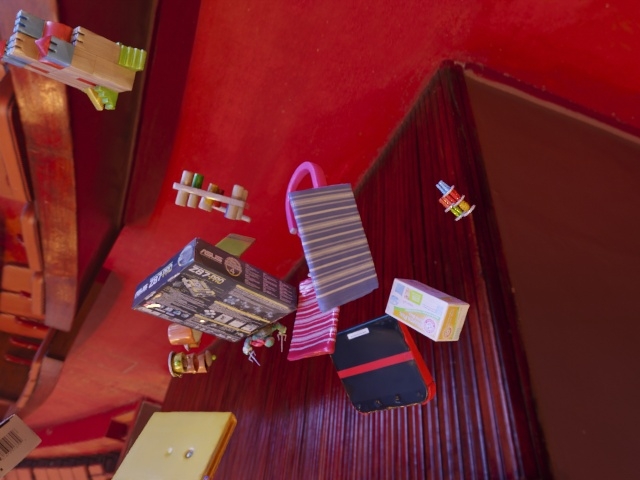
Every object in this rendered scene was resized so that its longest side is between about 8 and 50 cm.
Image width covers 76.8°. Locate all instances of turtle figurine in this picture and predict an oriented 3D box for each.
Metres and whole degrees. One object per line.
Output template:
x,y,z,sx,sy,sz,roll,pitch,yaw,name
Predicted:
-0.208,0.327,1.475,0.175,0.234,0.118,-14,134,-20,turtle figurine

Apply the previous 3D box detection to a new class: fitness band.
-0.050,-0.140,1.390,0.054,0.291,0.209,12,135,-29,fitness band

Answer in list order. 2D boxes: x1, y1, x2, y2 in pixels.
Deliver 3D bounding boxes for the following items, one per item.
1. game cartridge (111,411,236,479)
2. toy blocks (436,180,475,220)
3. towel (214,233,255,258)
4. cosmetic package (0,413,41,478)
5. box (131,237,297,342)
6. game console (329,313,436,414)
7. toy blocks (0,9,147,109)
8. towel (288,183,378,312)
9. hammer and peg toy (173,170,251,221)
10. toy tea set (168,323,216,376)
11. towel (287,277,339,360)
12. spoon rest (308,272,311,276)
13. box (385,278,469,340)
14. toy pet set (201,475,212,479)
-0.447,0.654,1.218,0.323,0.285,0.053,-10,120,23,game cartridge
0.467,-0.146,1.450,0.148,0.054,0.123,44,169,3,toy blocks
-0.297,0.018,1.392,0.102,0.237,0.021,12,104,0,towel
-1.043,0.679,1.275,0.296,0.153,0.129,-33,100,29,cosmetic package
-0.320,0.179,1.259,0.318,0.097,0.394,-32,135,30,box
0.214,0.475,1.533,0.386,0.342,0.060,-31,169,38,game console
-0.667,-0.482,1.052,0.381,0.191,0.260,16,-177,42,toy blocks
0.042,0.012,1.147,0.243,0.337,0.040,-15,180,-42,towel
-0.395,-0.166,1.566,0.265,0.128,0.361,15,-179,-5,hammer and peg toy
-0.460,0.403,1.511,0.124,0.200,0.336,-11,161,-3,toy tea set
-0.015,0.221,1.227,0.031,0.275,0.198,30,143,-31,towel
0.000,0.000,1.536,0.083,0.277,0.137,1,179,18,spoon rest
0.304,0.197,1.167,0.103,0.114,0.203,9,-171,-37,box
-0.231,0.592,0.885,0.065,0.122,0.114,-12,163,0,toy pet set
